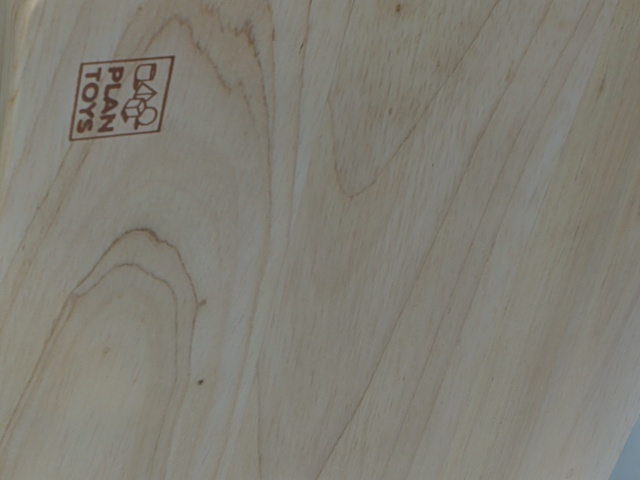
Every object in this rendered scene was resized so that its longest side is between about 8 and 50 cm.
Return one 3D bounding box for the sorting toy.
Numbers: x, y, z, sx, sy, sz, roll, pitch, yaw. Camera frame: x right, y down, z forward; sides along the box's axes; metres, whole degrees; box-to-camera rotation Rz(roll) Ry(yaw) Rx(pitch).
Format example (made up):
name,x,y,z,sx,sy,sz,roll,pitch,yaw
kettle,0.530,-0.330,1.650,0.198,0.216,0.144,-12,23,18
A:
name,x,y,z,sx,sy,sz,roll,pitch,yaw
sorting toy,0.000,0.000,0.521,0.256,0.089,0.257,-9,133,-28
